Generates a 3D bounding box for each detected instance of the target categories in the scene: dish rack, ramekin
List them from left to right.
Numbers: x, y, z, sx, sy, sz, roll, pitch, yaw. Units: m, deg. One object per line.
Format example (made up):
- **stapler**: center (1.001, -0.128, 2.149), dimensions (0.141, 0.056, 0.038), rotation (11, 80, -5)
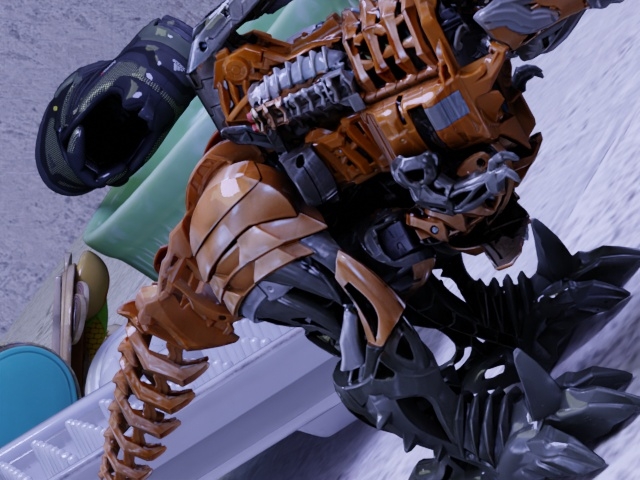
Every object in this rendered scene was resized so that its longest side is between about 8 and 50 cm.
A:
- **dish rack**: center (-0.106, 0.123, 1.074), dimensions (0.332, 0.072, 0.285), rotation (-32, 4, -15)
- **ramekin**: center (-0.035, -0.072, 1.472), dimensions (0.303, 0.148, 0.303), rotation (-49, 10, 12)

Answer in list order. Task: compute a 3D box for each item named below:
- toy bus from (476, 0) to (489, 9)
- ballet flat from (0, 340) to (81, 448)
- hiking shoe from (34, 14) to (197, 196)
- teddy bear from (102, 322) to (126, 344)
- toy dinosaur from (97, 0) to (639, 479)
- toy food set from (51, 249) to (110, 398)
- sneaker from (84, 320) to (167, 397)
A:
- **toy bus**: center (0.112, -0.217, 1.434), dimensions (0.104, 0.190, 0.202), rotation (90, -164, -44)
- **ballet flat**: center (-0.242, 0.232, 1.231), dimensions (0.123, 0.123, 0.349), rotation (-38, 35, 52)
- **hiking shoe**: center (-0.170, -0.083, 1.426), dimensions (0.227, 0.086, 0.114), rotation (-38, 13, 49)
- **teddy bear**: center (-0.247, 0.193, 1.589), dimensions (0.245, 0.113, 0.338), rotation (-27, 20, 16)
- **toy dinosaur**: center (0.019, -0.004, 0.786), dimensions (0.322, 0.218, 0.164), rotation (-40, 15, 47)
- **toy food set**: center (-0.182, 0.075, 1.443), dimensions (0.192, 0.038, 0.132), rotation (-132, 44, -82)
- **sneaker**: center (-0.121, 0.134, 1.343), dimensions (0.115, 0.090, 0.232), rotation (-30, 31, 46)
